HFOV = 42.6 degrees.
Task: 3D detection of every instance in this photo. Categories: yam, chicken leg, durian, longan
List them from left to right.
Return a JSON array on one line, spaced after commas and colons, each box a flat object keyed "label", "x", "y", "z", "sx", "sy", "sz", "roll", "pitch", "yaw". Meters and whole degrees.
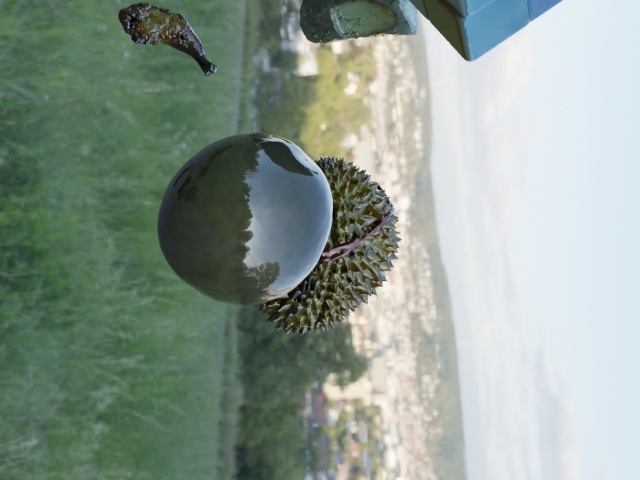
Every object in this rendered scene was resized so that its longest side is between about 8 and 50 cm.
[{"label": "chicken leg", "x": -0.193, "y": -0.262, "z": 1.052, "sx": 0.037, "sy": 0.145, "sz": 0.062, "roll": 116, "pitch": -4, "yaw": -66}, {"label": "longan", "x": -0.100, "y": -0.020, "z": 1.077, "sx": 0.248, "sy": 0.248, "sz": 0.248, "roll": -5, "pitch": 90, "yaw": -83}, {"label": "durian", "x": -0.003, "y": 0.002, "z": 1.685, "sx": 0.347, "sy": 0.348, "sz": 0.384, "roll": -87, "pitch": -162, "yaw": -45}, {"label": "yam", "x": 0.089, "y": -0.497, "z": 1.723, "sx": 0.154, "sy": 0.255, "sz": 0.153, "roll": -4, "pitch": 95, "yaw": -54}]

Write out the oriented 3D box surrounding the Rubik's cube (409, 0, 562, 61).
[{"label": "Rubik's cube", "x": 0.233, "y": -0.538, "z": 1.162, "sx": 0.347, "sy": 0.347, "sz": 0.344, "roll": 54, "pitch": 0, "yaw": 30}]
